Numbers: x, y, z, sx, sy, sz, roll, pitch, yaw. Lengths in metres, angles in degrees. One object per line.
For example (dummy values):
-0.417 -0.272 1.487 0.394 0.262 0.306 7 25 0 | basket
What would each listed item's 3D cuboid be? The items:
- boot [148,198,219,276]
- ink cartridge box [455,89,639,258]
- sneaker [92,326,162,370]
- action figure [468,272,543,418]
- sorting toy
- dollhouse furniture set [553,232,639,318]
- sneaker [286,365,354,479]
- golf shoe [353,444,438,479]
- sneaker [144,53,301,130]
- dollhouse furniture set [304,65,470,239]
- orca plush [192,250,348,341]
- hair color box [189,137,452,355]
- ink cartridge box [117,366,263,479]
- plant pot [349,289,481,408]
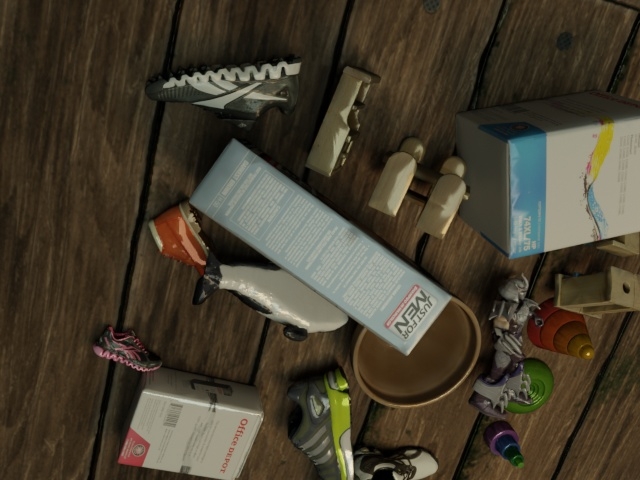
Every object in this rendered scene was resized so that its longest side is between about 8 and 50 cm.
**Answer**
-0.216 0.018 1.083 0.084 0.059 0.158 -25 108 1 | boot
0.388 -0.118 1.092 0.270 0.198 0.197 -11 114 -8 | ink cartridge box
-0.322 0.182 1.134 0.119 0.047 0.057 25 93 -23 | sneaker
0.354 0.187 1.235 0.185 0.099 0.285 -28 127 -46 | action figure
0.443 0.300 1.323 0.127 0.126 0.366 15 107 -19 | sorting toy
0.540 0.043 1.260 0.129 0.129 0.184 16 73 -27 | dollhouse furniture set
-0.001 0.378 1.271 0.121 0.111 0.300 -4 108 -1 | sneaker
0.156 0.470 1.343 0.198 0.094 0.077 6 110 -18 | golf shoe
-0.138 -0.211 0.990 0.234 0.078 0.106 -10 112 -12 | sneaker
0.124 -0.142 1.015 0.242 0.212 0.161 25 108 6 | dollhouse furniture set
-0.092 0.108 1.122 0.287 0.151 0.102 6 153 -40 | orca plush
0.000 0.000 0.996 0.374 0.185 0.113 36 96 -7 | hair color box
-0.230 0.326 1.187 0.218 0.092 0.159 17 107 -18 | ink cartridge box
0.159 0.176 1.209 0.237 0.110 0.237 -5 114 -12 | plant pot
